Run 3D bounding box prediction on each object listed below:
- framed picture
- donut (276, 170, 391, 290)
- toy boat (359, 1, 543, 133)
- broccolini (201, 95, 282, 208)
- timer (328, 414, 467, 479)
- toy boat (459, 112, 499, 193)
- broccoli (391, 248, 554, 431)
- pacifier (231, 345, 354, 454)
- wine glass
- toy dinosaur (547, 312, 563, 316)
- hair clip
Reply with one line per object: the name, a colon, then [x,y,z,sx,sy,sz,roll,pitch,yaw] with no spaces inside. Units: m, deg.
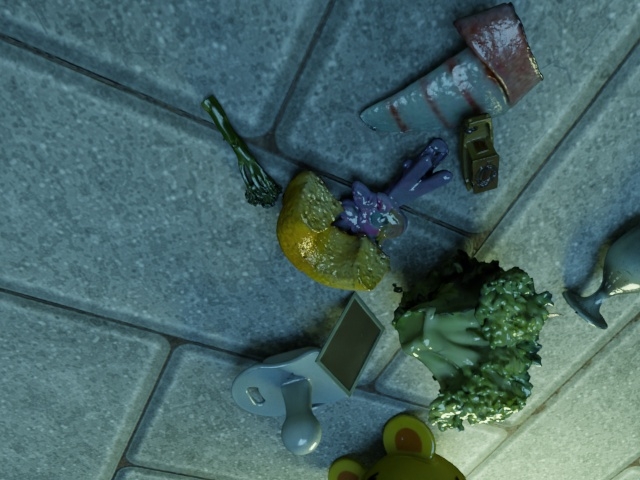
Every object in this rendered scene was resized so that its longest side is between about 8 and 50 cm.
framed picture: [0.067,0.226,1.063,0.011,0.183,0.142,-1,137,46]
donut: [0.000,0.004,0.910,0.152,0.101,0.259,-16,129,45]
toy boat: [0.208,-0.245,0.813,0.282,0.096,0.206,-27,138,22]
broccolini: [-0.145,-0.150,0.857,0.067,0.058,0.216,-47,116,-25]
timer: [0.226,0.706,1.306,0.376,0.376,0.387,-43,74,20]
toy boat: [0.278,-0.147,0.851,0.057,0.077,0.201,-15,145,9]
broccoli: [0.253,0.186,0.948,0.280,0.293,0.348,24,83,-41]
pacifier: [-0.047,0.367,1.086,0.299,0.233,0.244,-16,127,4]
wine glass: [0.648,0.072,1.037,0.126,0.126,0.241,23,120,-19]
toy dinosaur: [0.473,0.220,1.168,0.220,0.032,0.108,-25,125,13]
hair clip: [0.124,-0.079,0.899,0.137,0.090,0.278,40,111,-21]
